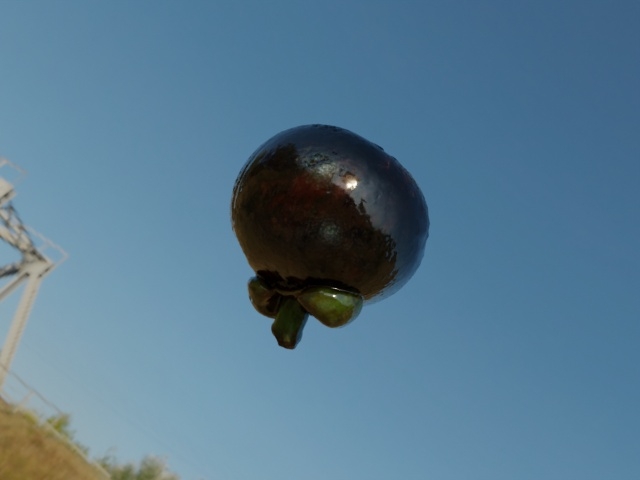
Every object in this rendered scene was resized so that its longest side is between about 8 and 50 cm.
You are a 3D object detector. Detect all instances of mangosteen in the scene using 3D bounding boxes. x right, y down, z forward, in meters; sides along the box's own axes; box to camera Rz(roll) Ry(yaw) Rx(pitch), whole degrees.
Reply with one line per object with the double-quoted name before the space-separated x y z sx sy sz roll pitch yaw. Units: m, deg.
"mangosteen" -0.001 -0.011 0.848 0.216 0.216 0.216 32 -31 22
